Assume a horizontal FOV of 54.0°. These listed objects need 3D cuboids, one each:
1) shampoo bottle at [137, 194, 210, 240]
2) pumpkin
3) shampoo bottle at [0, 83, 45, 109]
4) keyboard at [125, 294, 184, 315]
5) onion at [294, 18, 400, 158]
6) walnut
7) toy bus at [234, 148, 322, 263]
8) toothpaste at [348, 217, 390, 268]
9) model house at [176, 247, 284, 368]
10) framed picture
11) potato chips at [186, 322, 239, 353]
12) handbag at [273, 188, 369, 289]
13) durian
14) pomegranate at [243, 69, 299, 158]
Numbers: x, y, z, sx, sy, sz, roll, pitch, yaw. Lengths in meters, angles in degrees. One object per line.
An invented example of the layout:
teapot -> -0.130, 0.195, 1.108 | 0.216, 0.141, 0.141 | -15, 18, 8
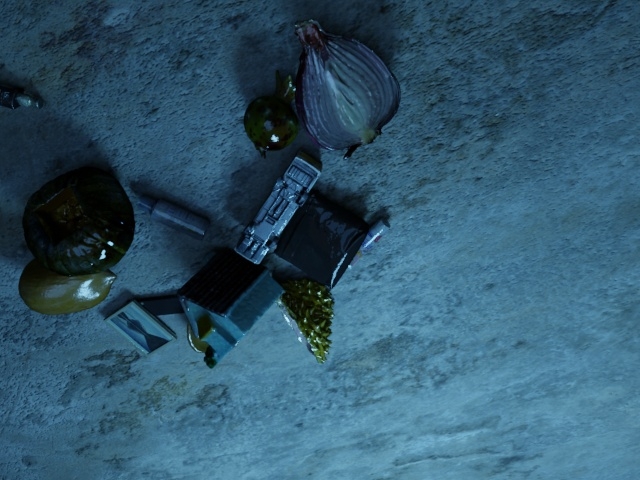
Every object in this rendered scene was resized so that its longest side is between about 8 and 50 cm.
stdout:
shampoo bottle -> -0.435, -0.071, 1.857 | 0.214, 0.072, 0.072 | 25, 116, -9
pumpkin -> -0.679, -0.046, 1.774 | 0.320, 0.192, 0.321 | -2, 80, 9
shampoo bottle -> -0.865, -0.399, 1.721 | 0.207, 0.063, 0.057 | 15, 107, -2
keyboard -> -0.512, 0.211, 2.036 | 0.231, 0.023, 0.072 | -6, 124, 8
onion -> 0.034, -0.404, 1.597 | 0.267, 0.159, 0.349 | -32, 109, -7
walnut -> -0.764, 0.130, 1.914 | 0.297, 0.203, 0.203 | -3, 117, 1
toy bus -> -0.121, -0.097, 1.782 | 0.097, 0.138, 0.343 | 31, 114, -11
toothpaste -> 0.129, 0.008, 1.878 | 0.067, 0.043, 0.194 | 37, 119, -14
model house -> -0.302, 0.181, 1.852 | 0.248, 0.280, 0.230 | 43, 130, 0
framed picture -> -0.593, 0.293, 2.070 | 0.150, 0.015, 0.203 | -31, 117, 22
potato chips -> -0.341, 0.269, 2.026 | 0.195, 0.062, 0.208 | -23, 113, -3
handbag -> 0.000, 0.000, 1.844 | 0.223, 0.080, 0.247 | 30, 115, -1
durian -> -0.032, 0.269, 1.942 | 0.185, 0.196, 0.305 | -17, 113, 5
pomegranate -> -0.109, -0.331, 1.656 | 0.156, 0.156, 0.220 | 40, 103, -16
